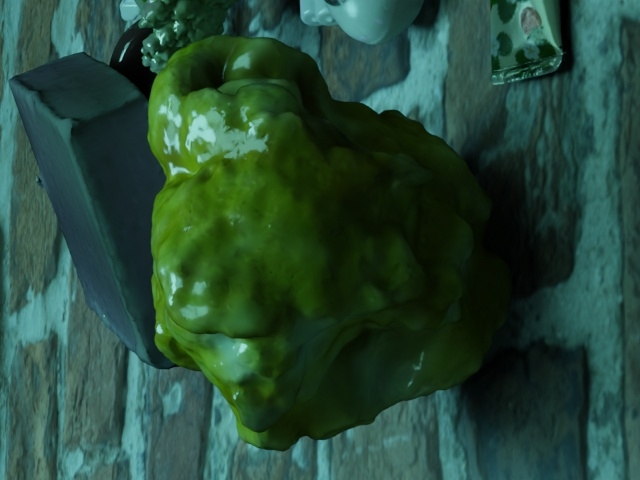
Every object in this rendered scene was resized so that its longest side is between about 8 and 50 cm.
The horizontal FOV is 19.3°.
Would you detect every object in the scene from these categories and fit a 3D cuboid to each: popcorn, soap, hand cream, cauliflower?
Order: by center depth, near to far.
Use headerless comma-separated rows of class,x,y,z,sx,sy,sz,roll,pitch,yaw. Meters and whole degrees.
popcorn,-0.009,0.009,1.582,0.293,0.334,0.292,-44,47,5
hand cream,0.175,-0.275,1.622,0.095,0.059,0.276,-10,79,55
cauliflower,-0.195,-0.305,1.880,0.256,0.315,0.239,109,153,-57
soap,-0.223,-0.036,2.022,0.285,0.107,0.296,38,148,63

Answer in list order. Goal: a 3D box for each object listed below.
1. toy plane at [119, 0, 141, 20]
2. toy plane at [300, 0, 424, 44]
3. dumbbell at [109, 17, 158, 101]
toy plane,-0.168,-0.354,2.111,0.252,0.118,0.252,-20,45,21
toy plane,0.038,-0.312,1.792,0.267,0.123,0.266,-12,76,58
dumbbell,-0.133,-0.149,2.018,0.124,0.140,0.225,-57,37,13
